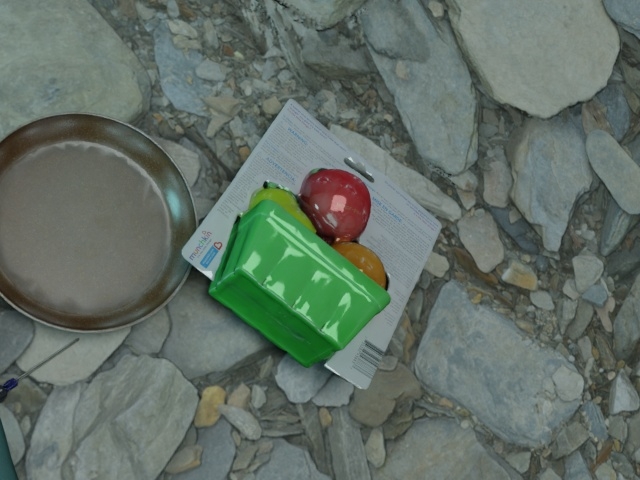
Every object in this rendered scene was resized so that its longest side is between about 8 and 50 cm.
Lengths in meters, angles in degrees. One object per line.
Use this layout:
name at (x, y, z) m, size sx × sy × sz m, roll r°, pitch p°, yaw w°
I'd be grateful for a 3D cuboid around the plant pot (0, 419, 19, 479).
plant pot at (-0.428, 0.228, 0.907) m, size 0.271 × 0.271 × 0.255 m, roll -39°, pitch 110°, yaw -30°

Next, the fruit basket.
fruit basket at (0.000, 0.000, 1.386) m, size 0.327 × 0.165 × 0.353 m, roll 38°, pitch 47°, yaw -12°

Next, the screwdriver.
screwdriver at (-0.382, 0.174, 1.204) m, size 0.170 × 0.025 × 0.024 m, roll -37°, pitch 92°, yaw -38°

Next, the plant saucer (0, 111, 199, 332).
plant saucer at (-0.321, -0.023, 1.272) m, size 0.310 × 0.050 × 0.311 m, roll 7°, pitch 72°, yaw -23°
